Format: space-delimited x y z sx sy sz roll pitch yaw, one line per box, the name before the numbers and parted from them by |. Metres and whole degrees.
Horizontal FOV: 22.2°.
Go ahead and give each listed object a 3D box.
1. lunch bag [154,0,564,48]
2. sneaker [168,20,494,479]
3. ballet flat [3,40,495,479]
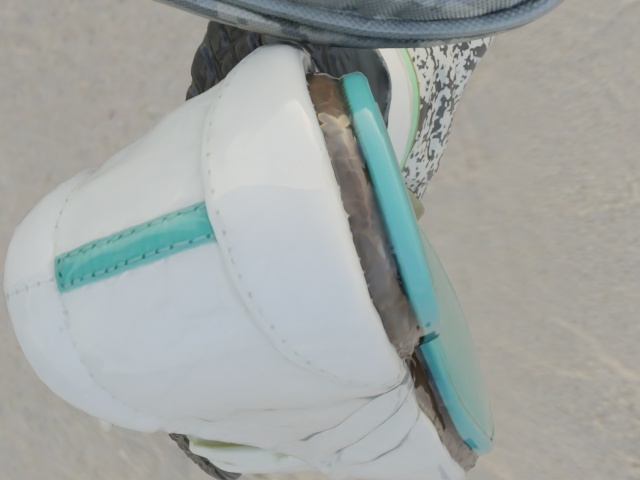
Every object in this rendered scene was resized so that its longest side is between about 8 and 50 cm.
lunch bag | -0.017 -0.181 0.540 0.256 0.305 0.213 34 104 -7
sneaker | 0.000 0.000 0.991 0.182 0.410 0.158 -23 65 -38
ballet flat | -0.015 0.031 0.602 0.139 0.400 0.139 -2 79 9
